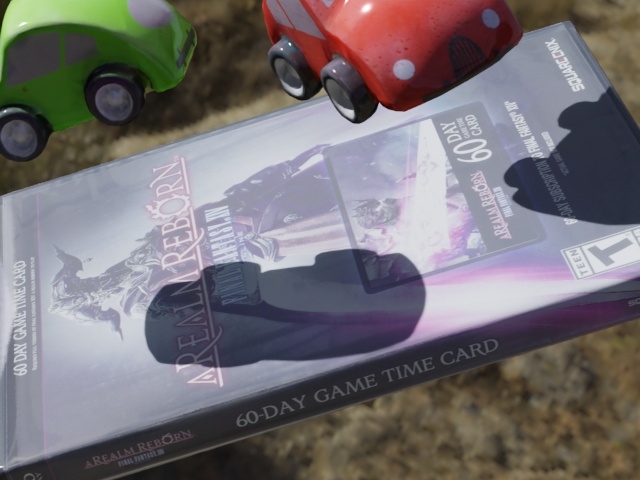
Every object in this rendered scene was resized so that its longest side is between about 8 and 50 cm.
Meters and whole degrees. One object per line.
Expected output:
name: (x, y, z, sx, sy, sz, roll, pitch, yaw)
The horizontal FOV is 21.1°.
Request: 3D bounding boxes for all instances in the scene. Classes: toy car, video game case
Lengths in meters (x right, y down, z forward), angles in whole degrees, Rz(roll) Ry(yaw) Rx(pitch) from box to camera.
toy car: (-0.042, -0.089, 0.620, 0.239, 0.225, 0.053, -81, 148, -60)
video game case: (0.000, 0.000, 0.701, 0.274, 0.026, 0.196, -16, 34, 0)
